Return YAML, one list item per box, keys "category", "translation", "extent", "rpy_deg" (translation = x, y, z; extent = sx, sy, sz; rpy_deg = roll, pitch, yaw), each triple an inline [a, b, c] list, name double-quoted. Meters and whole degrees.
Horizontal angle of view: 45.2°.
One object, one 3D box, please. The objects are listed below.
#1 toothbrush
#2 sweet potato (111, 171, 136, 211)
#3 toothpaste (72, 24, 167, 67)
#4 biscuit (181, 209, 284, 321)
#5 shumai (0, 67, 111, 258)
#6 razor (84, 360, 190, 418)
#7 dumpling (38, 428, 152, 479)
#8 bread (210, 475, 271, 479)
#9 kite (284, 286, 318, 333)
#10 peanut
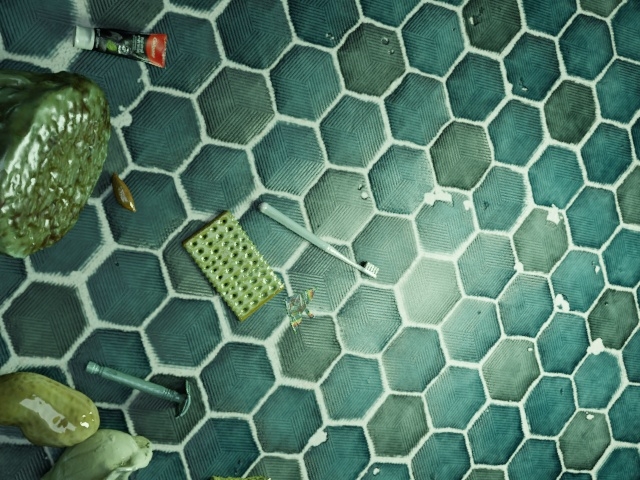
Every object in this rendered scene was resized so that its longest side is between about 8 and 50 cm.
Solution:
- category: "toothbrush"
  translation: [-0.001, 0.002, 1.806]
  extent: [0.342, 0.025, 0.030]
  rpy_deg: [30, 78, -20]
- category: "sweet potato"
  translation: [-0.423, -0.100, 1.638]
  extent: [0.034, 0.034, 0.095]
  rpy_deg: [-29, 94, -15]
- category: "toothpaste"
  translation: [-0.415, -0.413, 1.608]
  extent: [0.193, 0.045, 0.071]
  rpy_deg: [5, 94, -27]
- category: "biscuit"
  translation: [-0.194, 0.057, 1.747]
  extent: [0.139, 0.016, 0.231]
  rpy_deg: [-38, 106, -12]
- category: "shumai"
  translation: [-0.622, -0.171, 1.435]
  extent: [0.348, 0.395, 0.395]
  rpy_deg: [16, 89, 5]
- category: "razor"
  translation: [-0.396, 0.313, 1.670]
  extent: [0.232, 0.106, 0.068]
  rpy_deg: [21, 87, -9]
- category: "dumpling"
  translation: [-0.467, 0.476, 1.597]
  extent: [0.252, 0.179, 0.131]
  rpy_deg: [-14, 104, -20]
- category: "bread"
  translation: [-0.185, 0.600, 1.763]
  extent: [0.156, 0.086, 0.125]
  rpy_deg: [2, 96, -19]
- category: "kite"
  translation: [-0.047, 0.157, 1.815]
  extent: [0.090, 0.004, 0.122]
  rpy_deg: [33, 83, -19]
- category: "peanut"
  translation: [-0.580, 0.347, 1.576]
  extent: [0.253, 0.122, 0.137]
  rpy_deg: [32, 92, -18]
